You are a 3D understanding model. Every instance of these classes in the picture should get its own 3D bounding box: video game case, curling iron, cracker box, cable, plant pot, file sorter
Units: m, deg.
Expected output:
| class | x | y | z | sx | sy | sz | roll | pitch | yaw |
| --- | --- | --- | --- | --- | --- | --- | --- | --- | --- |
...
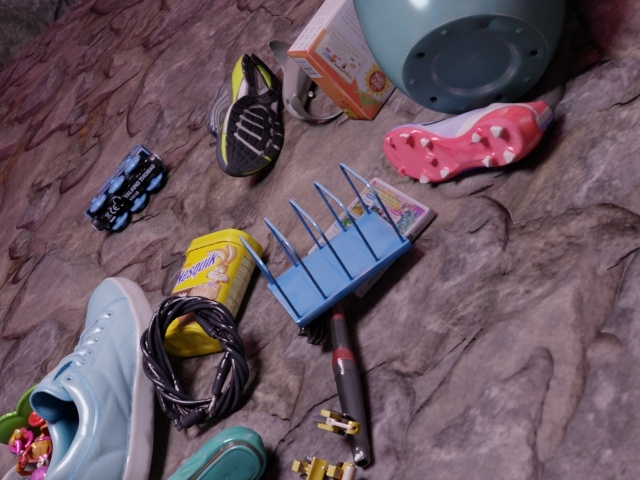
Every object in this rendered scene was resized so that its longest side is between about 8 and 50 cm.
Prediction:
| class | x | y | z | sx | sy | sz | roll | pitch | yaw |
| --- | --- | --- | --- | --- | --- | --- | --- | --- | --- |
| video game case | 0.064 | -0.007 | 1.369 | 0.143 | 0.019 | 0.157 | -48 | 30 | -2 |
| curling iron | 0.024 | 0.158 | 1.216 | 0.068 | 0.035 | 0.274 | -58 | 30 | 25 |
| cracker box | 0.077 | -0.320 | 1.581 | 0.232 | 0.155 | 0.067 | -54 | 30 | -13 |
| cable | -0.168 | 0.149 | 1.372 | 0.150 | 0.047 | 0.184 | -34 | 62 | 26 |
| plant pot | 0.180 | -0.305 | 1.329 | 0.293 | 0.293 | 0.235 | -27 | 51 | 30 |
| file sorter | 0.000 | 0.000 | 1.285 | 0.170 | 0.104 | 0.118 | -36 | 29 | -5 |

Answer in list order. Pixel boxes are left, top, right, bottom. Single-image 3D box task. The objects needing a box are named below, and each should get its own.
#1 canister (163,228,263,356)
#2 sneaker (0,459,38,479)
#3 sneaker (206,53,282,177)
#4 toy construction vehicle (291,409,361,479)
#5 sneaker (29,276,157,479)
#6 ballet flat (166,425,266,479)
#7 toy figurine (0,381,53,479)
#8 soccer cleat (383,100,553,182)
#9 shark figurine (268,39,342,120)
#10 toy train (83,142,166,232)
| class | x | y | z | sx | sy | sz | roll | pitch | yaw |
| --- | --- | --- | --- | --- | --- | --- | --- | --- | --- |
| canister | -0.162 | 0.077 | 1.501 | 0.126 | 0.073 | 0.170 | -15 | 44 | 42 |
| sneaker | -0.460 | 0.418 | 1.473 | 0.121 | 0.079 | 0.217 | -41 | 24 | 28 |
| sneaker | -0.136 | -0.193 | 1.774 | 0.121 | 0.111 | 0.300 | -43 | 24 | 31 |
| toy construction vehicle | 0.005 | 0.225 | 1.124 | 0.098 | 0.035 | 0.086 | 6 | 76 | 60 |
| sneaker | -0.312 | 0.185 | 1.414 | 0.135 | 0.150 | 0.366 | -45 | 39 | 32 |
| ballet flat | -0.157 | 0.309 | 1.235 | 0.247 | 0.083 | 0.087 | -41 | 7 | 9 |
| toy figurine | -0.377 | 0.301 | 1.462 | 0.173 | 0.130 | 0.159 | -23 | 43 | 1 |
| soccer cleat | 0.181 | -0.129 | 1.320 | 0.095 | 0.083 | 0.248 | -36 | 18 | -32 |
| shark figurine | -0.043 | -0.281 | 1.733 | 0.166 | 0.116 | 0.278 | -25 | 35 | 35 |
| toy train | -0.366 | -0.096 | 1.959 | 0.184 | 0.080 | 0.105 | -49 | 21 | 2 |
